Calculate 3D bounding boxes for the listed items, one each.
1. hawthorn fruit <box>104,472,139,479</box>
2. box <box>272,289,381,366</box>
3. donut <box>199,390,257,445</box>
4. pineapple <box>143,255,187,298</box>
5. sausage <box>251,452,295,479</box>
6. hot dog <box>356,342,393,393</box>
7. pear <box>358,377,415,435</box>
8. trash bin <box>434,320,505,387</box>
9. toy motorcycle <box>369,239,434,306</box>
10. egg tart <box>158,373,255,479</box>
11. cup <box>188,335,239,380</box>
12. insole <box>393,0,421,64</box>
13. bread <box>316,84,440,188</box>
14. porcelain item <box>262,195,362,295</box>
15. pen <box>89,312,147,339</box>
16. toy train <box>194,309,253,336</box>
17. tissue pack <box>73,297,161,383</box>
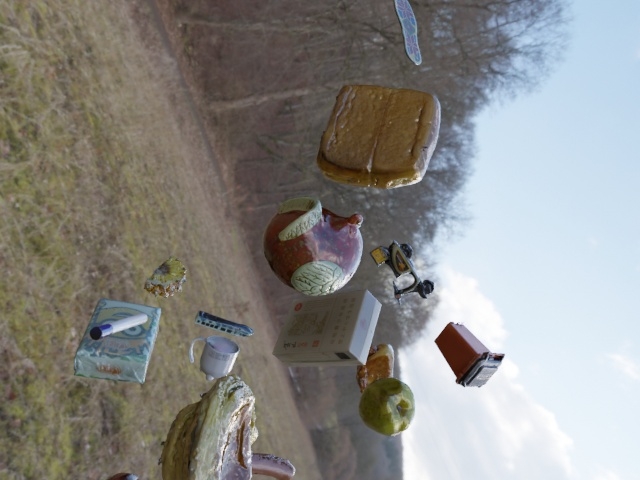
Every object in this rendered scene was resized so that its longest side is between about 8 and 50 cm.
[{"bbox_3d":[-0.587,0.739,1.445,0.148,0.172,0.148,173,-90,-74],"label":"hawthorn fruit"},{"bbox_3d":[0.012,0.177,1.022,0.058,0.201,0.141,47,46,-33],"label":"box"},{"bbox_3d":[-0.250,0.530,1.502,0.217,0.085,0.141,61,-19,-13],"label":"donut"},{"bbox_3d":[-0.606,0.159,2.084,0.233,0.135,0.079,-69,-177,-60],"label":"pineapple"},{"bbox_3d":[-0.217,0.723,1.674,0.078,0.304,0.078,-48,-152,37],"label":"sausage"},{"bbox_3d":[0.226,0.561,2.156,0.150,0.153,0.257,-44,137,-80],"label":"hot dog"},{"bbox_3d":[0.225,0.566,1.755,0.200,0.200,0.200,161,-90,-82],"label":"pear"},{"bbox_3d":[0.575,0.433,2.008,0.184,0.161,0.239,-58,-139,24],"label":"trash bin"},{"bbox_3d":[0.312,0.122,1.933,0.263,0.157,0.091,58,10,-1],"label":"toy motorcycle"},{"bbox_3d":[-0.229,0.450,1.050,0.352,0.150,0.352,-1,90,-82],"label":"egg tart"},{"bbox_3d":[-0.421,0.462,2.004,0.142,0.173,0.134,-68,-152,12],"label":"cup"},{"bbox_3d":[0.191,-0.466,1.124,0.006,0.065,0.193,-29,-121,45],"label":"insole"},{"bbox_3d":[0.176,-0.293,1.503,0.148,0.327,0.337,71,31,-61],"label":"bread"},{"bbox_3d":[0.000,0.000,1.201,0.253,0.252,0.253,161,-90,-82],"label":"porcelain item"},{"bbox_3d":[-0.519,0.221,1.342,0.269,0.033,0.033,6,65,-85],"label":"pen"},{"bbox_3d":[-0.331,0.294,1.779,0.047,0.207,0.043,-63,-160,17],"label":"toy train"},{"bbox_3d":[-0.700,0.345,1.795,0.311,0.227,0.128,-103,-153,-61],"label":"tissue pack"}]
